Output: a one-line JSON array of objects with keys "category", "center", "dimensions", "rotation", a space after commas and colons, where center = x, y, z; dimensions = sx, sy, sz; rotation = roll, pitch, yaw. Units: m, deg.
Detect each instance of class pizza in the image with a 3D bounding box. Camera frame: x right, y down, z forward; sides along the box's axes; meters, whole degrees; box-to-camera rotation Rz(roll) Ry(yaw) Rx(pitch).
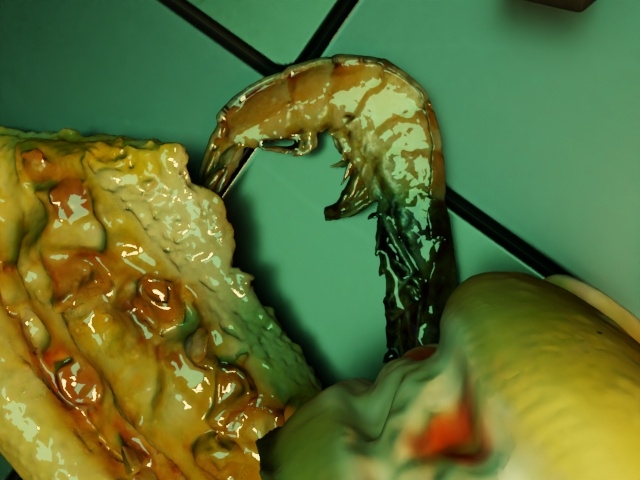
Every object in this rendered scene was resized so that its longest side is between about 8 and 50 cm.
[{"category": "pizza", "center": [-0.108, 0.057, 0.678], "dimensions": [0.182, 0.074, 0.365], "rotation": [-33, 87, 19]}]

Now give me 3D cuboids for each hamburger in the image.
[{"category": "hamburger", "center": [0.129, 0.156, 0.563], "dimensions": [0.186, 0.261, 0.302], "rotation": [-34, 105, 4]}]

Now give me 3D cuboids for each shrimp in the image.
[{"category": "shrimp", "center": [-0.001, 0.000, 0.680], "dimensions": [0.148, 0.035, 0.195], "rotation": [-9, 89, 9]}]

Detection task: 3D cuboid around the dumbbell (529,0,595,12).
[{"category": "dumbbell", "center": [0.046, -0.208, 0.606], "dimensions": [0.218, 0.152, 0.152], "rotation": [15, 94, 8]}]
